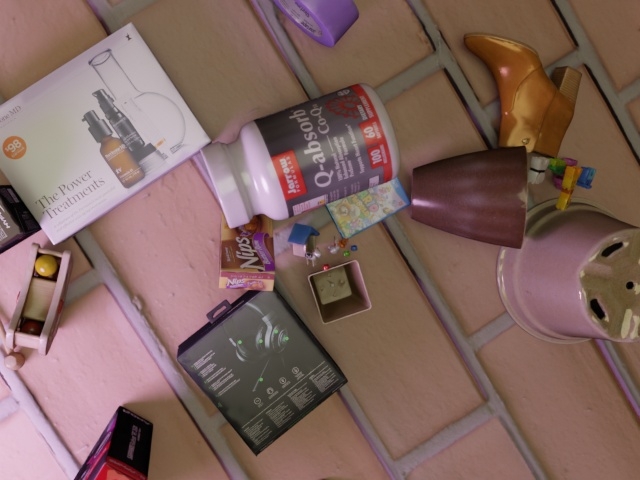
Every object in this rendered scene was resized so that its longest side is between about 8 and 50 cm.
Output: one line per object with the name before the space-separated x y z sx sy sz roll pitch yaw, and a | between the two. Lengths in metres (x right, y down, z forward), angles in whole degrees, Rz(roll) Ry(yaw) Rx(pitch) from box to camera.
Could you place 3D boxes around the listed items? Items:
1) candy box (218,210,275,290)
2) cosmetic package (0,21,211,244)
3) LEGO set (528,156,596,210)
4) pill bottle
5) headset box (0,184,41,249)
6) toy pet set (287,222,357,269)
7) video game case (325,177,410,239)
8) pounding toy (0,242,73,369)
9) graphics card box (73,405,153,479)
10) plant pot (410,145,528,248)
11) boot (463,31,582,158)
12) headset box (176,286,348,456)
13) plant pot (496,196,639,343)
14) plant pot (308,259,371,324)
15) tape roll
candy box | -0.150 0.019 1.742 0.109 0.186 0.053 4 129 -8
cosmetic package | -0.452 -0.212 1.725 0.377 0.097 0.284 -35 95 -4
LEGO set | 0.510 -0.118 1.813 0.087 0.227 0.093 26 108 32
pill bottle | -0.041 -0.163 1.727 0.363 0.210 0.210 -21 97 -6
headset box | -0.699 0.012 1.641 0.293 0.218 0.110 -32 98 -6
toy pet set | 0.000 0.000 1.800 0.114 0.122 0.065 12 117 30
video game case | 0.096 -0.091 1.851 0.166 0.015 0.119 -29 97 -6
pounding toy | -0.592 0.134 1.696 0.155 0.154 0.269 13 91 -9
graphics card box | -0.417 0.477 1.637 0.094 0.371 0.233 31 90 -9
plant pot | 0.306 -0.093 1.800 0.230 0.215 0.215 2 94 7
boot | 0.411 -0.303 1.837 0.295 0.104 0.211 20 91 -13
headset box | -0.129 0.249 1.783 0.246 0.131 0.283 -40 98 -3
plant pot | 0.576 0.080 1.785 0.334 0.305 0.334 -1 94 -8
plant pot | 0.033 0.102 1.812 0.109 0.096 0.109 -18 98 -6
tape roll | -0.018 -0.480 1.719 0.189 0.189 0.080 42 88 -9
